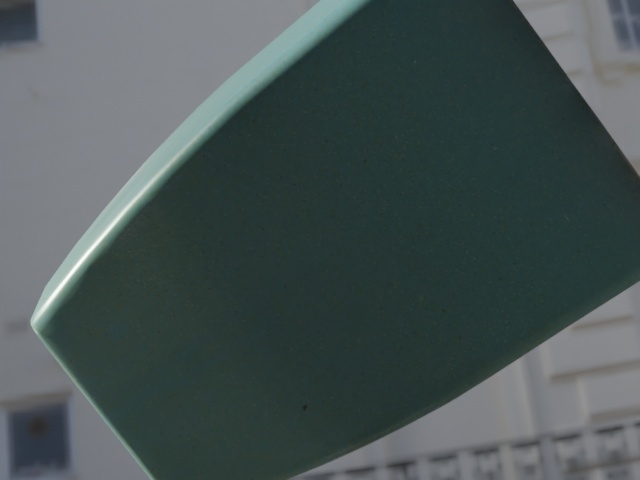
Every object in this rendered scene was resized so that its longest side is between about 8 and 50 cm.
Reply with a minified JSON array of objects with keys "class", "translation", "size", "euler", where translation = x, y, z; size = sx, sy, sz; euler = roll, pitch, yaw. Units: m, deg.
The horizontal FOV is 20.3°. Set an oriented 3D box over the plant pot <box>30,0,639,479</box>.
[{"class":"plant pot","translation":[0.000,0.000,0.781],"size":[0.234,0.165,0.166],"euler":[-37,8,-1]}]
